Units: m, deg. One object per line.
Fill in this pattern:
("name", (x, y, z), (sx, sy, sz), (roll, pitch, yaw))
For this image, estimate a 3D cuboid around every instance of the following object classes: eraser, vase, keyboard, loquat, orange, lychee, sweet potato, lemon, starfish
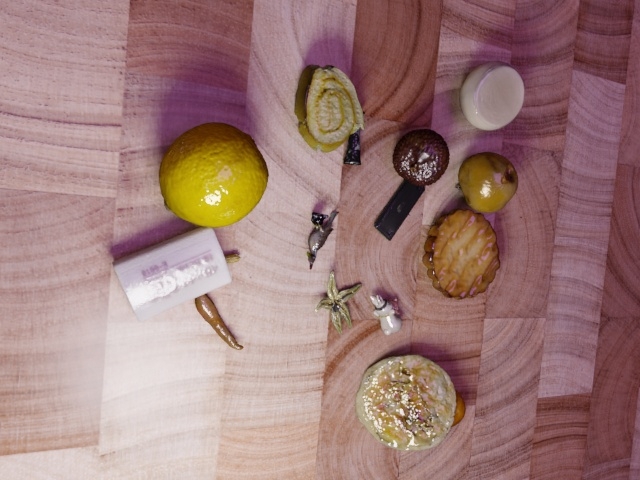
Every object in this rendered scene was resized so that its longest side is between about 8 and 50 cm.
("eraser", (-0.390, 0.085, 1.450), (0.270, 0.095, 0.174), (-24, 112, -19))
("vase", (0.106, -0.322, 1.700), (0.059, 0.059, 0.166), (3, 93, -27))
("keyboard", (0.267, -0.111, 1.819), (0.094, 0.025, 0.230), (42, 76, -22))
("loquat", (0.577, -0.200, 1.876), (0.213, 0.213, 0.213), (-3, 96, -27))
("orange", (0.430, 0.578, 1.900), (0.155, 0.155, 0.134), (37, 36, -25))
("lychee", (0.326, -0.271, 1.753), (0.195, 0.194, 0.194), (-3, 96, -27))
("sweet potato", (-0.295, 0.235, 1.549), (0.050, 0.050, 0.214), (-38, 108, -19))
("lemon", (-0.273, -0.167, 1.405), (0.293, 0.293, 0.292), (-3, 96, -27))
("starfish", (0.058, 0.194, 1.727), (0.217, 0.050, 0.223), (-24, 116, -29))

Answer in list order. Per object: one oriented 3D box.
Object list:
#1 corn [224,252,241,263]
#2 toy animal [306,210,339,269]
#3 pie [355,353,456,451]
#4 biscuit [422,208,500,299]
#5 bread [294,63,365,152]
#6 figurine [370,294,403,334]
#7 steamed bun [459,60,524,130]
("corn", (-0.268, 0.052, 1.561), (0.083, 0.027, 0.028), (-4, 93, -25))
("toy animal", (-0.005, -0.008, 1.669), (0.105, 0.070, 0.202), (23, 80, -46))
("pie", (0.285, 0.531, 1.790), (0.339, 0.077, 0.338), (0, 81, -3))
("biscuit", (0.487, 0.049, 1.902), (0.326, 0.107, 0.325), (-2, 93, -29))
("bread", (0.021, -0.395, 1.607), (0.186, 0.124, 0.257), (-9, 90, -18))
("figurine", (0.217, 0.231, 1.809), (0.146, 0.081, 0.098), (68, 24, -10))
("steamed bun", (0.578, -0.500, 1.875), (0.232, 0.145, 0.231), (-6, 109, -18))
